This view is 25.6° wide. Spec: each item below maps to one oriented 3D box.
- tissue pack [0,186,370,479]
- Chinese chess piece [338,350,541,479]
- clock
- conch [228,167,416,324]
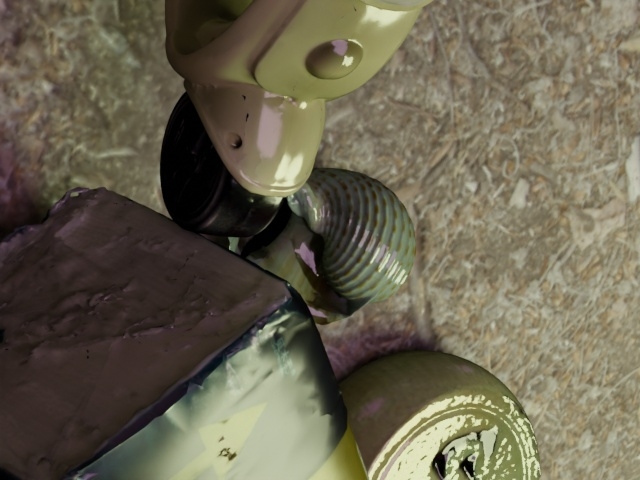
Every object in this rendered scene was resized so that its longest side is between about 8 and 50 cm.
[{"bbox_3d":[-0.114,0.203,1.018,0.253,0.264,0.416,-40,130,-26],"label":"tissue pack"},{"bbox_3d":[0.088,0.226,1.303,0.250,0.101,0.250,-13,113,-32],"label":"Chinese chess piece"},{"bbox_3d":[-0.028,-0.209,0.909,0.120,0.276,0.379,3,73,-34],"label":"clock"},{"bbox_3d":[0.001,0.000,1.159,0.153,0.102,0.135,36,97,-5],"label":"conch"}]
